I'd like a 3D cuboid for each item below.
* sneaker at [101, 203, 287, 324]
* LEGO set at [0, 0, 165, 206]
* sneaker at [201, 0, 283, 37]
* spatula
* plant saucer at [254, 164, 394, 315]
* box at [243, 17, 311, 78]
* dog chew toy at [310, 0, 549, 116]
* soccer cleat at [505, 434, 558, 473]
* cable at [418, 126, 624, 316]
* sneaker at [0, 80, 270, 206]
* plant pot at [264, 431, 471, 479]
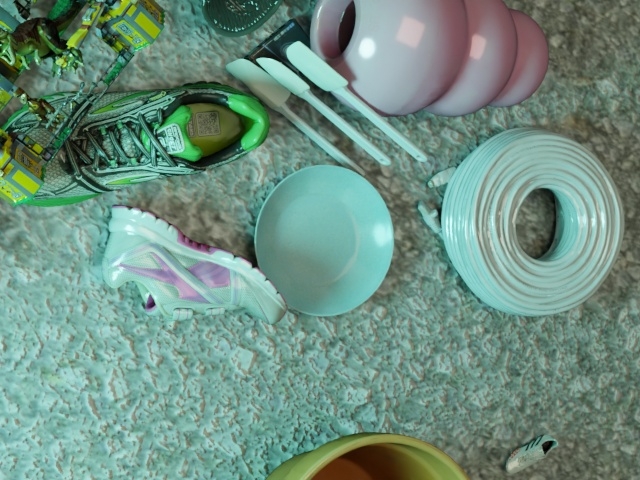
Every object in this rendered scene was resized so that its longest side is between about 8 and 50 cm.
[{"bbox_3d":[-0.162,0.052,1.881,0.252,0.103,0.111,27,85,-15],"label":"sneaker"},{"bbox_3d":[-0.355,-0.221,1.688,0.331,0.255,0.192,-48,135,1],"label":"LEGO set"},{"bbox_3d":[-0.024,-0.378,1.880,0.295,0.178,0.124,-40,108,13],"label":"sneaker"},{"bbox_3d":[0.009,-0.160,1.914,0.242,0.168,0.019,37,60,-28],"label":"spatula"},{"bbox_3d":[0.000,0.000,1.977,0.195,0.037,0.195,0,91,-23],"label":"plant saucer"},{"bbox_3d":[-0.047,-0.232,1.961,0.083,0.018,0.067,-41,106,-18],"label":"box"},{"bbox_3d":[0.153,-0.247,1.957,0.332,0.206,0.207,7,88,-34],"label":"dog chew toy"},{"bbox_3d":[0.290,0.293,2.109,0.083,0.035,0.029,-30,103,-20],"label":"soccer cleat"},{"bbox_3d":[0.289,-0.026,2.073,0.257,0.089,0.257,-36,104,-19],"label":"cable"},{"bbox_3d":[-0.223,-0.127,1.818,0.343,0.146,0.134,-16,98,-20],"label":"sneaker"},{"bbox_3d":[0.035,0.371,1.910,0.291,0.203,0.291,-1,92,-23],"label":"plant pot"}]
